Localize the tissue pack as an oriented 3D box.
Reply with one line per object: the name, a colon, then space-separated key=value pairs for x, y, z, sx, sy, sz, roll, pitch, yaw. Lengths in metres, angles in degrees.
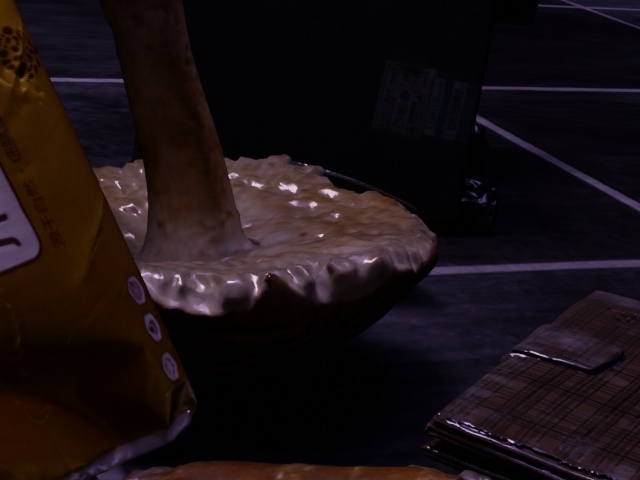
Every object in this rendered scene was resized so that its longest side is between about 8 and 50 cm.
tissue pack: x=-0.161 y=0.003 z=0.533 sx=0.092 sy=0.226 sz=0.183 roll=-26 pitch=0 yaw=39

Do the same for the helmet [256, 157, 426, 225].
helmet: x=0.000 y=0.000 z=0.866 sx=0.111 sy=0.057 sz=0.089 roll=17 pitch=-22 yaw=17

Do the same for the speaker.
speaker: x=0.013 y=-0.132 z=1.083 sx=0.254 sy=0.184 sz=0.232 roll=10 pitch=18 yaw=0

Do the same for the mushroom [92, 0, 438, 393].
mushroom: x=-0.079 y=-0.055 z=0.682 sx=0.233 sy=0.301 sz=0.208 roll=1 pitch=48 yaw=25

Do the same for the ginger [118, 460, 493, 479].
ginger: x=-0.016 y=0.114 z=0.500 sx=0.162 sy=0.073 sz=0.103 roll=-2 pitch=-1 yaw=17

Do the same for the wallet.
wallet: x=0.147 y=0.078 z=0.706 sx=0.124 sy=0.042 sz=0.230 roll=19 pitch=22 yaw=25
